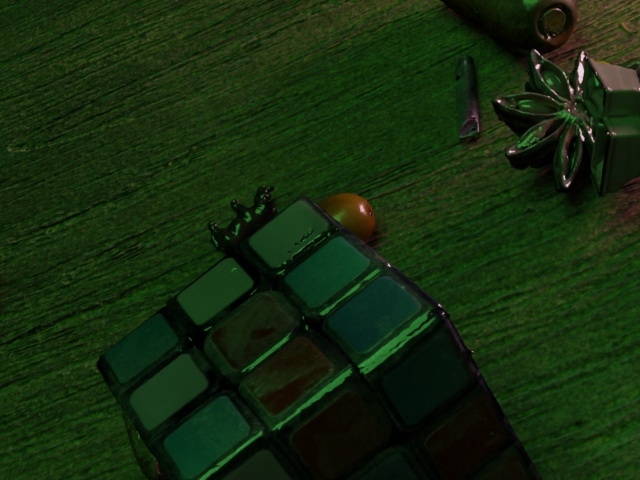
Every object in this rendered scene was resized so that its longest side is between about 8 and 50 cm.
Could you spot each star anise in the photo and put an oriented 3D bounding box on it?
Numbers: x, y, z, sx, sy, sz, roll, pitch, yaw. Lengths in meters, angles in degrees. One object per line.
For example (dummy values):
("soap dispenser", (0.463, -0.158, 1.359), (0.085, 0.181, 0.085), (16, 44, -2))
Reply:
("star anise", (0.371, -0.167, 1.842), (0.223, 0.109, 0.236), (30, 71, 27))

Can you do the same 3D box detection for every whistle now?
("whistle", (0.232, -0.227, 2.019), (0.033, 0.033, 0.176), (-14, 48, 19))

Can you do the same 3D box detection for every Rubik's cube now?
("Rubik's cube", (-0.002, 0.222, 1.524), (0.359, 0.362, 0.363), (-35, 36, -7))

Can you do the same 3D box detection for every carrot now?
("carrot", (0.295, -0.395, 2.057), (0.138, 0.139, 0.302), (-38, 44, -5))

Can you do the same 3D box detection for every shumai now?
("shumai", (-0.210, 0.272, 1.796), (0.116, 0.145, 0.145), (-20, 43, -13))

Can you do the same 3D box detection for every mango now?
("mango", (0.000, 0.000, 1.924), (0.184, 0.085, 0.102), (-35, 44, 6))

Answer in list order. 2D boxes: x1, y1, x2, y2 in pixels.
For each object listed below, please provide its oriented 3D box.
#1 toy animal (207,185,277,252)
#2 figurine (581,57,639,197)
("toy animal", (-0.119, -0.037, 2.047), (0.136, 0.047, 0.065), (-46, 51, -14))
("figurine", (0.500, -0.160, 1.696), (0.308, 0.308, 0.143), (-27, 6, 6))
